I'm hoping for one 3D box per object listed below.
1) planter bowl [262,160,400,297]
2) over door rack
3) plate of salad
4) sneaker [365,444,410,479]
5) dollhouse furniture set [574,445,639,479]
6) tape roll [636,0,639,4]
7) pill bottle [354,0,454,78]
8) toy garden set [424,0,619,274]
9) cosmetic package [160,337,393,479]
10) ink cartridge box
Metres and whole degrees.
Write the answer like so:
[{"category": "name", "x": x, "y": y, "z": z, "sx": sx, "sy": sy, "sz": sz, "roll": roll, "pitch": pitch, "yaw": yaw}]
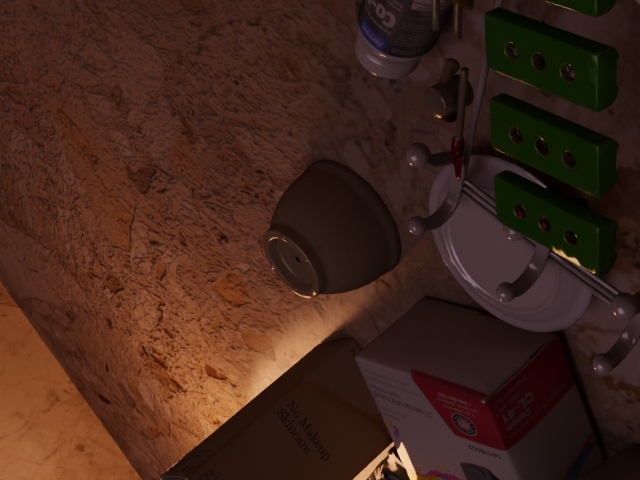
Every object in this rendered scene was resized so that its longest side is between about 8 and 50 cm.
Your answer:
[{"category": "planter bowl", "x": 0.000, "y": 0.000, "z": 1.330, "sx": 0.162, "sy": 0.109, "sz": 0.162, "roll": 37, "pitch": 148, "yaw": 28}, {"category": "over door rack", "x": 0.198, "y": -0.060, "z": 0.911, "sx": 0.239, "sy": 0.108, "sz": 0.324, "roll": 39, "pitch": 139, "yaw": 23}, {"category": "plate of salad", "x": 0.190, "y": 0.001, "z": 1.102, "sx": 0.199, "sy": 0.048, "sz": 0.200, "roll": 34, "pitch": 142, "yaw": 32}, {"category": "sneaker", "x": 0.101, "y": 0.378, "z": 1.605, "sx": 0.111, "sy": 0.121, "sz": 0.300, "roll": 43, "pitch": 151, "yaw": 16}, {"category": "dollhouse furniture set", "x": 0.457, "y": 0.407, "z": 1.071, "sx": 0.362, "sy": 0.256, "sz": 0.394, "roll": 62, "pitch": 172, "yaw": -17}, {"category": "tape roll", "x": 0.295, "y": -0.219, "z": 0.633, "sx": 0.286, "sy": 0.100, "sz": 0.286, "roll": 36, "pitch": 148, "yaw": 27}, {"category": "pill bottle", "x": 0.077, "y": -0.211, "z": 0.998, "sx": 0.078, "sy": 0.078, "sz": 0.137, "roll": 46, "pitch": 152, "yaw": 13}, {"category": "toy garden set", "x": 0.145, "y": -0.123, "z": 0.823, "sx": 0.203, "sy": 0.049, "sz": 0.244, "roll": 34, "pitch": 143, "yaw": 45}, {"category": "cosmetic package", "x": -0.044, "y": 0.287, "z": 1.520, "sx": 0.160, "sy": 0.309, "sz": 0.113, "roll": 55, "pitch": 153, "yaw": -7}, {"category": "ink cartridge box", "x": 0.199, "y": 0.238, "z": 1.283, "sx": 0.226, "sy": 0.131, "sz": 0.306, "roll": 10, "pitch": 130, "yaw": 52}]
